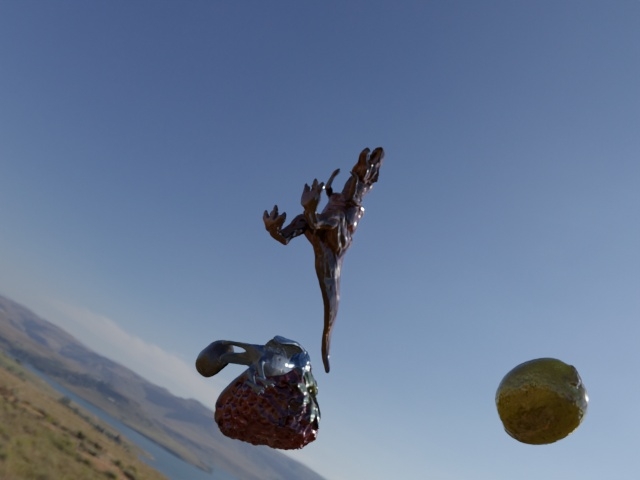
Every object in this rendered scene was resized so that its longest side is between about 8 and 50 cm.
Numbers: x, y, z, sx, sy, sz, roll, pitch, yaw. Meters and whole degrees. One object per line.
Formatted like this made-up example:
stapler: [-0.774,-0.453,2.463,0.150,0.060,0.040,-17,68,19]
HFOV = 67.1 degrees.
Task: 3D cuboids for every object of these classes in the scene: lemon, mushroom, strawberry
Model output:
lemon: [0.481,0.350,1.054,0.170,0.170,0.207,39,-61,-18]
mushroom: [-0.344,0.373,1.577,0.170,0.135,0.080,-120,-174,-77]
strawberry: [-0.181,0.561,1.633,0.345,0.317,0.295,-20,-24,11]

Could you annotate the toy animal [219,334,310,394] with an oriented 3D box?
toy animal: [-0.134,0.297,1.218,0.239,0.176,0.255,-31,-67,33]

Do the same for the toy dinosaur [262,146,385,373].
toy dinosaur: [0.000,0.000,0.859,0.097,0.431,0.208,11,-13,46]
